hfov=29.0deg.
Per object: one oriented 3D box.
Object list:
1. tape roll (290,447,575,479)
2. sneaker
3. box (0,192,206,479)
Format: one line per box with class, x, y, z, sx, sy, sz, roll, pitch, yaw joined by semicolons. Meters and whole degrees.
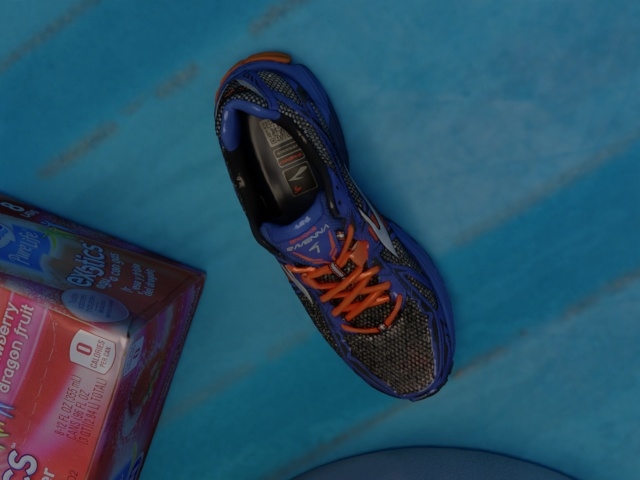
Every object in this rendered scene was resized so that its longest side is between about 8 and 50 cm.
tape roll;0.075;0.320;0.767;0.392;0.072;0.392;3;104;12
sneaker;0.000;0.000;0.699;0.083;0.087;0.221;-33;95;17
box;-0.198;0.141;0.744;0.154;0.142;0.300;21;106;6
